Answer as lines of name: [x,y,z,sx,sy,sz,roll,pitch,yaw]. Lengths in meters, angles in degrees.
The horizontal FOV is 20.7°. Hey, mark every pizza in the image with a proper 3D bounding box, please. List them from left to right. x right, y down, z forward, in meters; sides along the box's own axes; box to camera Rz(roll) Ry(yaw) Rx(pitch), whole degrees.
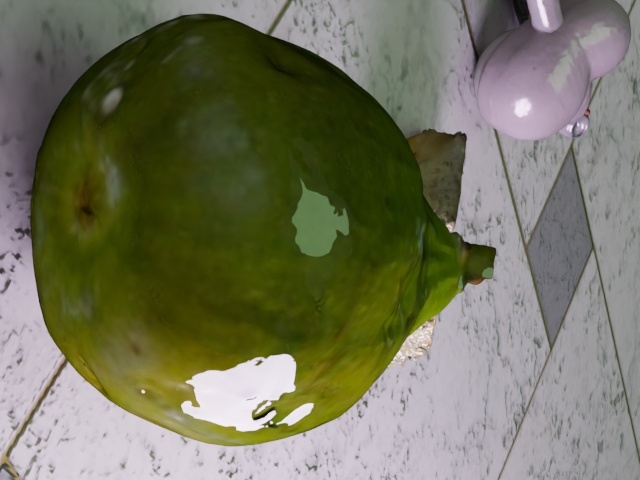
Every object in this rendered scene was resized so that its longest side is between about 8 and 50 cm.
pizza: [0.067,-0.032,1.352,0.188,0.080,0.204,98,4,-57]

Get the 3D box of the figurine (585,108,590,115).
figurine: [0.240,-0.180,1.665,0.140,0.068,0.075,-63,145,-46]

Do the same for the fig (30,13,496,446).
fig: [-0.015,0.017,0.970,0.314,0.233,0.233,33,63,-28]

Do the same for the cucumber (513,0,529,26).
cucumber: [0.200,-0.227,1.582,0.064,0.064,0.112,-59,147,-40]

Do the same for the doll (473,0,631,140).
doll: [0.177,-0.221,1.464,0.160,0.094,0.365,-40,135,-20]
